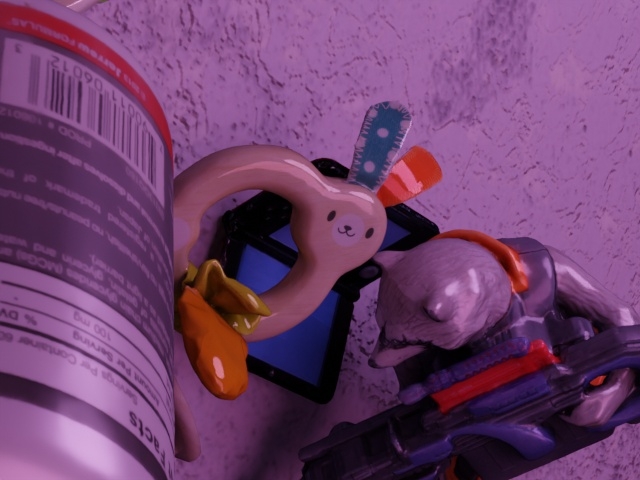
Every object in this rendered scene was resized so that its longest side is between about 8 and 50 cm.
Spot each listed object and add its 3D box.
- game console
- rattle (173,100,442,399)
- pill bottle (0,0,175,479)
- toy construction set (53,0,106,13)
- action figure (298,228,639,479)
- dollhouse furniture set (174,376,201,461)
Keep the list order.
[{"bbox_3d":[0.004,0.029,1.246,0.144,0.124,0.085,30,37,-49],"label":"game console"},{"bbox_3d":[0.000,0.000,1.127,0.200,0.143,0.130,-17,99,-11],"label":"rattle"},{"bbox_3d":[-0.168,0.076,0.835,0.210,0.210,0.363,51,26,-43],"label":"pill bottle"},{"bbox_3d":[-0.102,-0.197,0.953,0.151,0.327,0.215,21,38,-24],"label":"toy construction set"},{"bbox_3d":[0.088,0.102,1.308,0.330,0.341,0.178,58,13,-57],"label":"action figure"},{"bbox_3d":[-0.059,0.196,1.053,0.198,0.303,0.286,-46,131,-30],"label":"dollhouse furniture set"}]
